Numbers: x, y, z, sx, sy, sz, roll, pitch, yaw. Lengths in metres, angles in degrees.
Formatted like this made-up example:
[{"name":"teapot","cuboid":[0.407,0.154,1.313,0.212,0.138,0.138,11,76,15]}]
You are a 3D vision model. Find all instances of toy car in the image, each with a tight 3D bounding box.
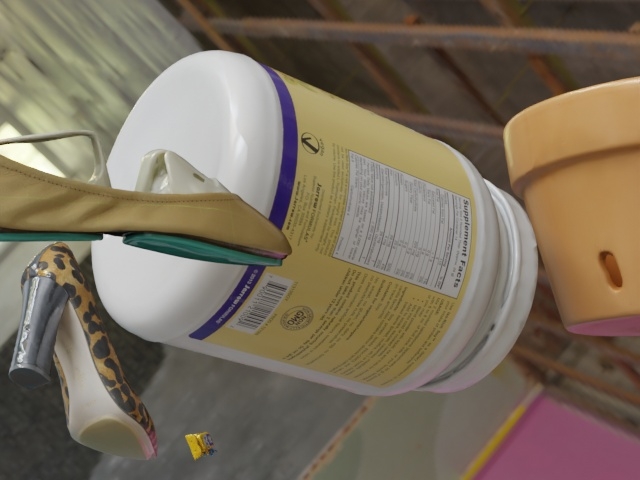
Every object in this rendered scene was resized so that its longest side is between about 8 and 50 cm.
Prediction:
[{"name":"toy car","cuboid":[-0.059,0.203,1.022,0.122,0.060,0.040,53,19,12]}]

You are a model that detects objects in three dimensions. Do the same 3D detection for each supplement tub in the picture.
[{"name":"supplement tub","cuboid":[0.000,0.000,1.001,0.331,0.241,0.241,19,5,-35]}]

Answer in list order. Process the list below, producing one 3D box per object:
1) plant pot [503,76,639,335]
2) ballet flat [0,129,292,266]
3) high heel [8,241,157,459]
[{"name":"plant pot","cuboid":[0.326,-0.019,1.116,0.291,0.203,0.291,-1,-11,0]},{"name":"ballet flat","cuboid":[-0.120,-0.027,0.699,0.232,0.073,0.080,6,-4,-28]},{"name":"high heel","cuboid":[-0.248,0.128,1.325,0.261,0.093,0.186,53,29,-45]}]
